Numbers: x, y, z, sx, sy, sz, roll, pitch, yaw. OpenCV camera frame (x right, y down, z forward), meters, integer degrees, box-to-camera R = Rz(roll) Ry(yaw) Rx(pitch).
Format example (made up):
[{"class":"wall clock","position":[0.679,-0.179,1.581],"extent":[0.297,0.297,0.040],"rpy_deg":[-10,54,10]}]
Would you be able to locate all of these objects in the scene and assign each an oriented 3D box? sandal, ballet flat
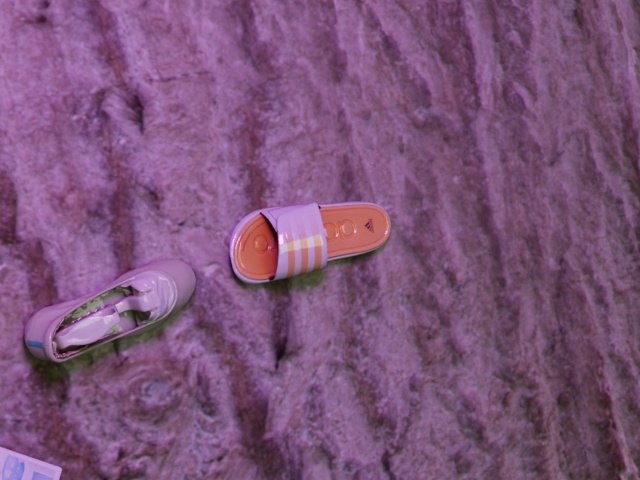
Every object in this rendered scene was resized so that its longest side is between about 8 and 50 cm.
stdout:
[{"class":"sandal","position":[-0.002,-0.011,1.729],"extent":[0.265,0.076,0.102],"rpy_deg":[-14,93,-29]},{"class":"ballet flat","position":[-0.254,0.091,1.579],"extent":[0.248,0.086,0.086],"rpy_deg":[-25,98,-28]}]

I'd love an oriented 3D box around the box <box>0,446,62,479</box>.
[{"class":"box","position":[-0.399,0.347,1.440],"extent":[0.114,0.103,0.203],"rpy_deg":[28,63,-35]}]
